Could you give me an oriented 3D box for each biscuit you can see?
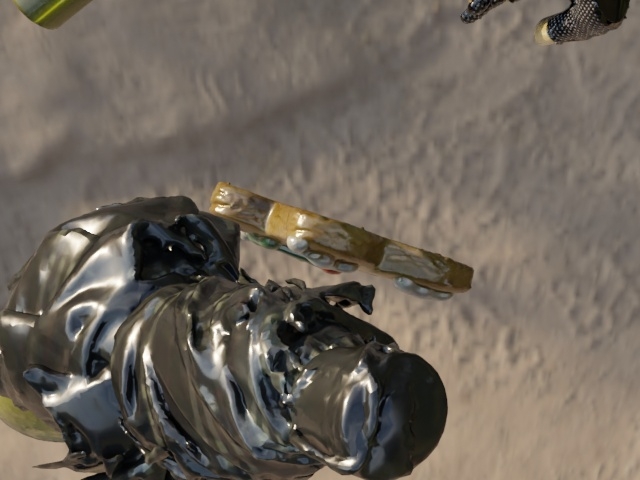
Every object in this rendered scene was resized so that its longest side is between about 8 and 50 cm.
[{"bbox_3d":[0.000,0.000,1.610,0.197,0.301,0.049,21,90,-27],"label":"biscuit"}]

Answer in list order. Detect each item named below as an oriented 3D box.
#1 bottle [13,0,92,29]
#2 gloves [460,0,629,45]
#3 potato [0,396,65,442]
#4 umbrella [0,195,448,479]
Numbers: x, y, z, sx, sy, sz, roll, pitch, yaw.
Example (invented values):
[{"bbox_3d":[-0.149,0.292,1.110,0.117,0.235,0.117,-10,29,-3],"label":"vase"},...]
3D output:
[{"bbox_3d":[-0.210,-0.334,2.042,0.286,0.082,0.082,-34,60,26],"label":"bottle"},{"bbox_3d":[0.220,-0.263,1.927,0.181,0.129,0.106,6,79,47],"label":"gloves"},{"bbox_3d":[-0.146,0.079,1.333,0.149,0.251,0.113,-5,84,-37],"label":"potato"},{"bbox_3d":[-0.043,0.047,0.889,0.128,0.337,0.154,32,67,-30],"label":"umbrella"}]
